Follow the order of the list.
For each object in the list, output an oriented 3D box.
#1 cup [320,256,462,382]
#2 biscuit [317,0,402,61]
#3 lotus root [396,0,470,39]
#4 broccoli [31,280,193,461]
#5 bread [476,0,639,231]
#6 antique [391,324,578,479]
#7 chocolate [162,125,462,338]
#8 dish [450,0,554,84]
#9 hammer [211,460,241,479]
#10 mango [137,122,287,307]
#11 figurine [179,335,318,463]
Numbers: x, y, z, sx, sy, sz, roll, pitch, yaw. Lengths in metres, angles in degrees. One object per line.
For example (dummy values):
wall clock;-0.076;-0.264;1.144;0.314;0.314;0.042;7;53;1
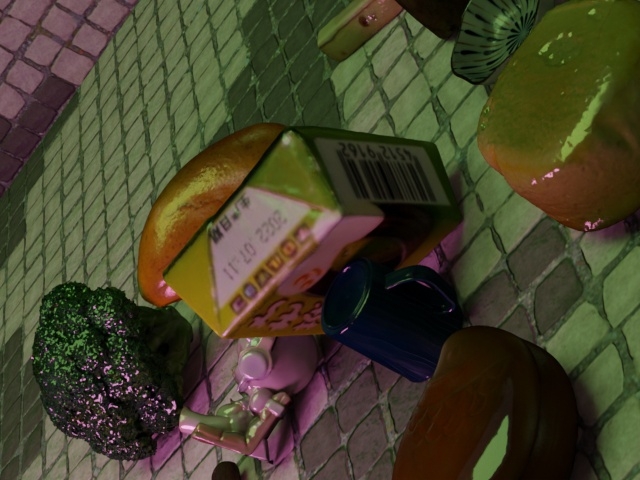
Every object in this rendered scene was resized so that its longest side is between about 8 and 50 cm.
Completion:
cup;0.093;0.081;1.869;0.150;0.138;0.113;-55;27;15
biscuit;0.065;-0.357;2.452;0.188;0.056;0.052;-38;35;43
lotus root;0.198;-0.416;2.189;0.234;0.119;0.138;-64;20;-7
broccoli;-0.328;0.195;2.414;0.308;0.308;0.275;-39;2;40
bread;0.304;-0.145;1.696;0.270;0.148;0.269;-38;36;34
antique;0.171;0.223;1.595;0.223;0.129;0.278;-30;40;47
chocolate;0.000;0.000;1.954;0.289;0.301;0.137;-46;61;29
dish;0.254;-0.276;2.009;0.191;0.066;0.190;-42;35;38
hammer;-0.095;0.440;1.980;0.168;0.044;0.440;-50;27;20
mango;-0.146;-0.032;2.358;0.350;0.201;0.199;-40;62;-2
figurine;-0.086;0.184;2.096;0.162;0.141;0.236;51;-117;-79
